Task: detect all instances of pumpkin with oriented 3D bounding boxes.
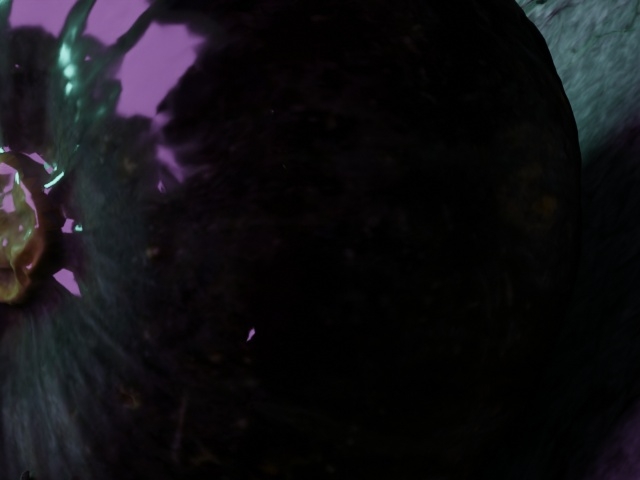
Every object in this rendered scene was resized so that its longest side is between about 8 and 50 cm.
[{"bbox_3d":[-0.050,-0.007,1.179,0.454,0.344,0.454,-4,85,46],"label":"pumpkin"}]
